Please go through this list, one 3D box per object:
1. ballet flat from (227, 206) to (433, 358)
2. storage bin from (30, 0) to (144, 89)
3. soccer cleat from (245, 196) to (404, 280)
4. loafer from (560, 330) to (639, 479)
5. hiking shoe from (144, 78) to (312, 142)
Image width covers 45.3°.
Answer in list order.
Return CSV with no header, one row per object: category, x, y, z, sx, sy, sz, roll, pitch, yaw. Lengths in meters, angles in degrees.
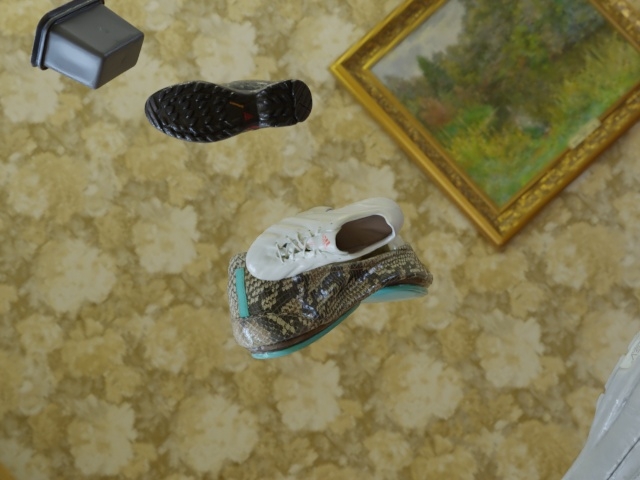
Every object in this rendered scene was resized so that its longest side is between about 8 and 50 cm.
ballet flat,0.032,0.036,1.139,0.164,0.182,0.483,-12,-1,33
storage bin,-0.306,-0.256,1.026,0.098,0.091,0.135,-61,-3,37
soccer cleat,0.000,0.000,0.877,0.196,0.068,0.076,-20,17,12
loafer,0.252,0.210,0.604,0.112,0.111,0.319,-4,-59,-34
hiking shoe,-0.129,-0.181,1.073,0.227,0.086,0.114,-4,9,-11
